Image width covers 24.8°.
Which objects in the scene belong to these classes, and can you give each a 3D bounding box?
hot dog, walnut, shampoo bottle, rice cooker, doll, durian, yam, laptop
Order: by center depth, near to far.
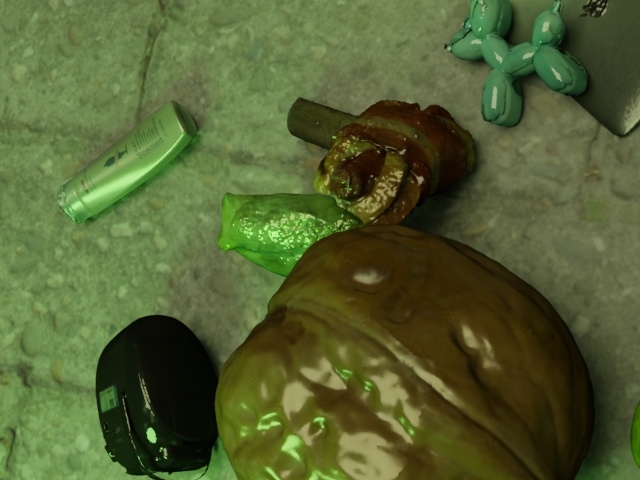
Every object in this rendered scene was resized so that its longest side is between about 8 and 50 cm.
[{"bbox_3d":[0.085,0.171,1.483,0.398,0.308,0.354,34,83,34],"label":"walnut"},{"bbox_3d":[0.083,-0.097,1.624,0.146,0.213,0.103,28,128,18],"label":"hot dog"},{"bbox_3d":[0.312,-0.261,1.637,0.187,0.015,0.269,-49,58,11],"label":"laptop"},{"bbox_3d":[0.213,-0.213,1.646,0.159,0.059,0.158,-17,76,36],"label":"doll"},{"bbox_3d":[0.000,0.000,1.675,0.250,0.139,0.101,13,88,15],"label":"durian"},{"bbox_3d":[-0.194,0.192,1.739,0.118,0.142,0.203,-26,64,36],"label":"rice cooker"},{"bbox_3d":[0.019,-0.132,1.753,0.132,0.054,0.054,23,89,34],"label":"yam"},{"bbox_3d":[-0.254,-0.101,1.907,0.212,0.049,0.072,-35,66,18],"label":"shampoo bottle"}]

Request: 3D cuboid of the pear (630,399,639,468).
[{"bbox_3d":[0.427,0.196,1.321,0.282,0.176,0.286,-4,97,23],"label":"pear"}]
